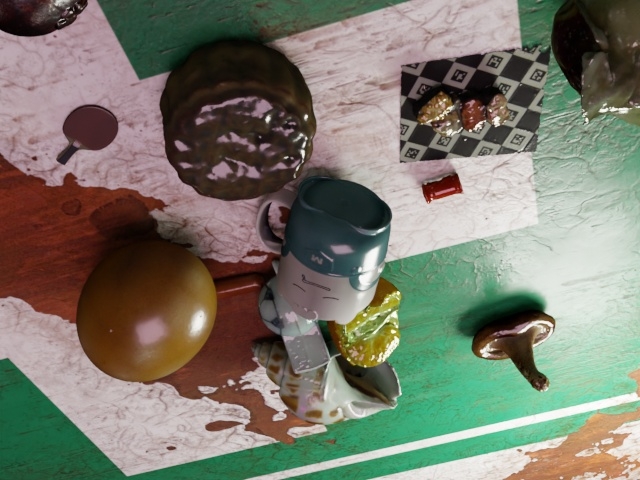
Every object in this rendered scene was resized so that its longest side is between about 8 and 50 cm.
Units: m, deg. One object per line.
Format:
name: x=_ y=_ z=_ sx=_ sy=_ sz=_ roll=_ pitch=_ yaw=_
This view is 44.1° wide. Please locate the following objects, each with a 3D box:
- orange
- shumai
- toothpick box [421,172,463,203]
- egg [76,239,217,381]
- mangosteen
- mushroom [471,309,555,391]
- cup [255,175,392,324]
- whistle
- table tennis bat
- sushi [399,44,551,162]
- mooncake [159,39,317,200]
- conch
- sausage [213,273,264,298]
orange: x=0.102 y=0.176 z=1.866 sx=0.179 sy=0.158 sz=0.237 roll=-24 pitch=136 yaw=-12
shumai: x=0.564 y=-0.343 z=1.317 sx=0.348 sy=0.395 sz=0.395 roll=4 pitch=140 yaw=18
toothpick box: x=0.257 y=-0.109 z=1.672 sx=0.083 sy=0.047 sz=0.047 roll=-17 pitch=136 yaw=10
egg: x=-0.373 y=0.154 z=1.687 sx=0.282 sy=0.283 sz=0.351 roll=16 pitch=134 yaw=-23
mangosteen: x=-0.435 y=-0.405 z=1.165 sx=0.210 sy=0.210 sz=0.210 roll=-4 pitch=137 yaw=-4
mushroom: x=0.506 y=0.297 z=2.008 sx=0.227 sy=0.217 sz=0.148 roll=-27 pitch=134 yaw=19
cup: x=0.000 y=0.000 z=1.650 sx=0.289 sy=0.219 sz=0.258 roll=25 pitch=136 yaw=12
whistle: x=-0.057 y=0.179 z=1.825 sx=0.163 sy=0.163 sz=0.290 roll=-18 pitch=98 yaw=11
table tennis bat: x=-0.451 y=-0.198 z=1.503 sx=0.095 sy=0.014 sz=0.158 roll=31 pitch=123 yaw=-35
sushi: x=0.302 y=-0.242 z=1.537 sx=0.290 sy=0.050 sz=0.264 roll=-7 pitch=137 yaw=-2
mooncake: x=-0.147 y=-0.209 z=1.428 sx=0.290 sy=0.161 sz=0.290 roll=-6 pitch=137 yaw=-5
conch: x=0.010 y=0.344 z=2.009 sx=0.368 sy=0.197 sz=0.249 roll=20 pitch=109 yaw=-23
sausage: x=-0.195 y=0.106 z=1.839 sx=0.131 sy=0.039 sz=0.041 roll=-11 pitch=135 yaw=4
